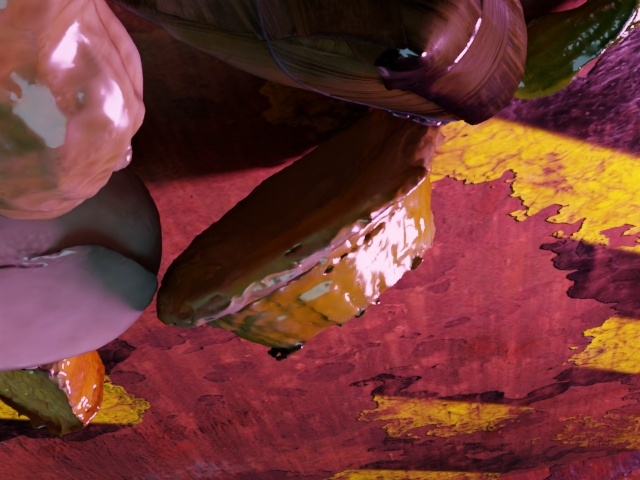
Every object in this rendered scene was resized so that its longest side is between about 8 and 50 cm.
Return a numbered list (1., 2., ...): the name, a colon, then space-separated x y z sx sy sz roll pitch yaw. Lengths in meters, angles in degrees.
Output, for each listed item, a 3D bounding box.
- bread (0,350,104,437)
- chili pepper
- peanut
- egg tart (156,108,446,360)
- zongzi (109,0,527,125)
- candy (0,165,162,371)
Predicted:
1. bread: -0.322 0.087 1.337 0.260 0.134 0.129 20 144 14
2. chili pepper: 0.196 -0.163 1.104 0.204 0.073 0.072 -28 165 36
3. peanut: -0.212 -0.133 0.854 0.158 0.174 0.340 -31 144 -10
4. egg tart: 0.000 0.000 1.132 0.315 0.120 0.315 -35 -167 9
5. zongzi: -0.011 -0.168 0.972 0.300 0.138 0.286 5 177 20
6. candy: -0.275 0.005 1.116 0.295 0.185 0.295 -13 152 -7
